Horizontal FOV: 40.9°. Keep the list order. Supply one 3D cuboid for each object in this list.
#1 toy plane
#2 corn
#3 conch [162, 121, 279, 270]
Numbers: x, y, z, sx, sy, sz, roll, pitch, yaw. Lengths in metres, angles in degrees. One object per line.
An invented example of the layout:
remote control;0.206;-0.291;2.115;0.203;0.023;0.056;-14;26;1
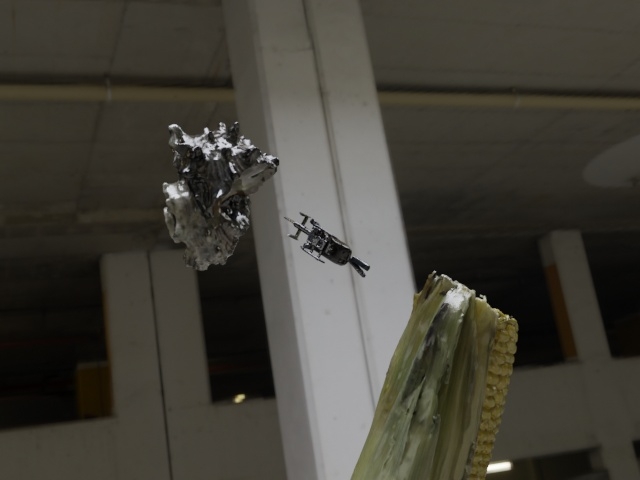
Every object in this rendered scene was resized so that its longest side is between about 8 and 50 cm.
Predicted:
toy plane;0.000;0.000;0.905;0.121;0.031;0.049;34;9;38
corn;0.089;0.184;0.769;0.122;0.305;0.123;13;-8;34
conch;-0.189;-0.072;1.419;0.186;0.240;0.313;18;-30;-17
